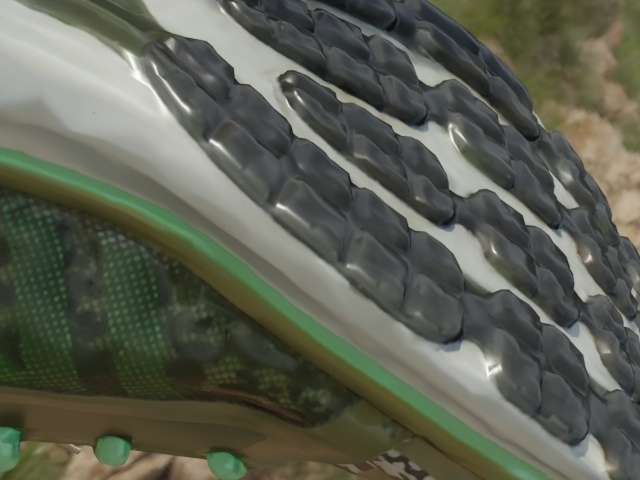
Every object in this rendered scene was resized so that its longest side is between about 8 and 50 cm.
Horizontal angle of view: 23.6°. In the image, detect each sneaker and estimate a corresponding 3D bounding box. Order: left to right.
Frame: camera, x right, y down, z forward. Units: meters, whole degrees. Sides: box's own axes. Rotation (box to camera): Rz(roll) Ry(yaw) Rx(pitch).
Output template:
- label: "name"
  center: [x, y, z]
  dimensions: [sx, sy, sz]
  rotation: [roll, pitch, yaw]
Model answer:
- label: "sneaker"
  center: [-0.075, 0.000, 0.410]
  dimensions: [0.410, 0.182, 0.158]
  rotation: [31, 33, -12]

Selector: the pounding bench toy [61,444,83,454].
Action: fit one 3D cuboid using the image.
- label: "pounding bench toy"
  center: [-0.225, 0.130, 1.330]
  dimensions: [0.083, 0.065, 0.052]
  rotation: [30, 23, -5]
